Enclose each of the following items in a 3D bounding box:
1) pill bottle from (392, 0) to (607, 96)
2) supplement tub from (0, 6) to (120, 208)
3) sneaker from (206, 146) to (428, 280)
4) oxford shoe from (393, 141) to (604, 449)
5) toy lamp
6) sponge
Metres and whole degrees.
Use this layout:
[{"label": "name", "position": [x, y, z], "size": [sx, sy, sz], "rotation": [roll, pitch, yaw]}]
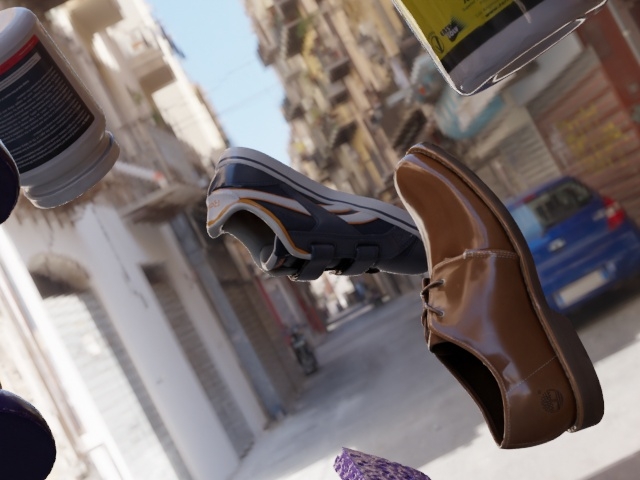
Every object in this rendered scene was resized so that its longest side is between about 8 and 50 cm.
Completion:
[{"label": "pill bottle", "position": [0.129, -0.331, 1.141], "size": [0.188, 0.334, 0.188], "rotation": [-33, -3, -2]}, {"label": "supplement tub", "position": [-0.456, -0.204, 1.735], "size": [0.191, 0.272, 0.191], "rotation": [-23, 32, 15]}, {"label": "sneaker", "position": [0.000, 0.000, 1.451], "size": [0.126, 0.321, 0.127], "rotation": [126, 163, -59]}, {"label": "oxford shoe", "position": [0.089, 0.029, 0.687], "size": [0.076, 0.212, 0.076], "rotation": [-19, -27, -15]}, {"label": "toy lamp", "position": [-0.190, 0.016, 0.592], "size": [0.080, 0.274, 0.080], "rotation": [-12, -47, -13]}, {"label": "sponge", "position": [0.095, 0.291, 1.204], "size": [0.031, 0.117, 0.210], "rotation": [-67, 19, 6]}]
